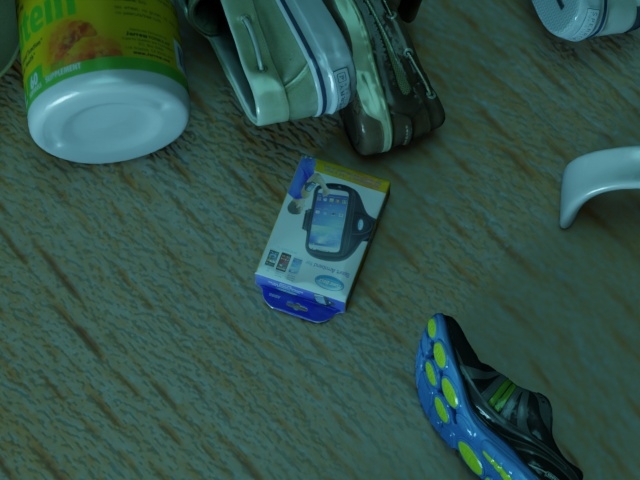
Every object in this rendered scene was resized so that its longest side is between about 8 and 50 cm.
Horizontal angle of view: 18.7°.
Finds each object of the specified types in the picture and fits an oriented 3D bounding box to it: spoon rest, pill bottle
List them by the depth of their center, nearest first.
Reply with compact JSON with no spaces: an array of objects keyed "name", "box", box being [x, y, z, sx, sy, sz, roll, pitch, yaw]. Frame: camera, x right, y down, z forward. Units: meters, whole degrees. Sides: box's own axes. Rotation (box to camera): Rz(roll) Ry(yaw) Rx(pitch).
[{"name":"spoon rest","box":[0.341,-0.036,1.616,0.276,0.084,0.137,5,65,3]},{"name":"pill bottle","box":[-0.193,-0.202,1.661,0.136,0.136,0.245,-8,65,-4]}]

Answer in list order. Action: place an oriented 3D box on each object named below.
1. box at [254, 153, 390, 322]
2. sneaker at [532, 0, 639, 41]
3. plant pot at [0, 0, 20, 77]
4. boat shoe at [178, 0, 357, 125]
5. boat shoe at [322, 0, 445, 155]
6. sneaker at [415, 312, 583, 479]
[{"name":"box","box":[0.000,0.000,1.628,0.081,0.028,0.136,17,64,7]},{"name":"sneaker","box":[0.215,-0.281,1.740,0.091,0.094,0.258,2,58,-31]},{"name":"plant pot","box":[-0.401,-0.245,1.632,0.191,0.284,0.284,-12,63,23]},{"name":"boat shoe","box":[-0.073,-0.216,1.658,0.094,0.109,0.302,-19,51,-20]},{"name":"boat shoe","box":[0.042,-0.200,1.692,0.095,0.095,0.257,-14,78,-10]},{"name":"sneaker","box":[0.140,0.139,1.552,0.078,0.067,0.188,-20,63,-33]}]
